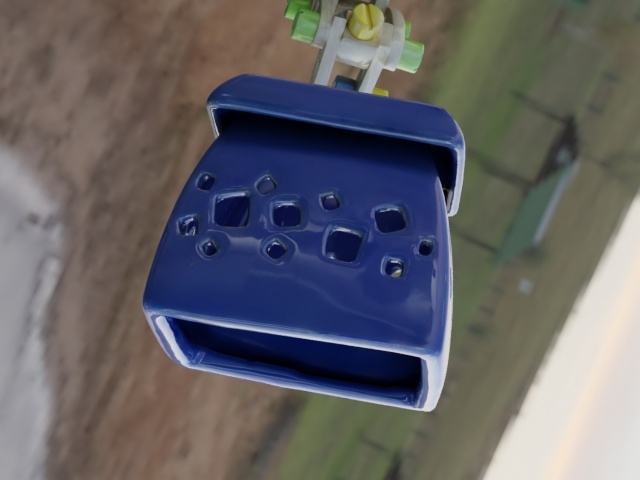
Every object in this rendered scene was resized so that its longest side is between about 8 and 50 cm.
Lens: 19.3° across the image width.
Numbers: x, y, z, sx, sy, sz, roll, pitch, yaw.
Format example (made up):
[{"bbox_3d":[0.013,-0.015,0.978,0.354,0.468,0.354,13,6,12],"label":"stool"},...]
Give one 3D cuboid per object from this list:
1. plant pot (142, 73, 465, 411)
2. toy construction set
[{"bbox_3d":[0.000,0.000,1.518,0.236,0.236,0.212,78,23,-75],"label":"plant pot"},{"bbox_3d":[0.067,-0.267,1.690,0.327,0.151,0.215,-52,-162,30],"label":"toy construction set"}]
